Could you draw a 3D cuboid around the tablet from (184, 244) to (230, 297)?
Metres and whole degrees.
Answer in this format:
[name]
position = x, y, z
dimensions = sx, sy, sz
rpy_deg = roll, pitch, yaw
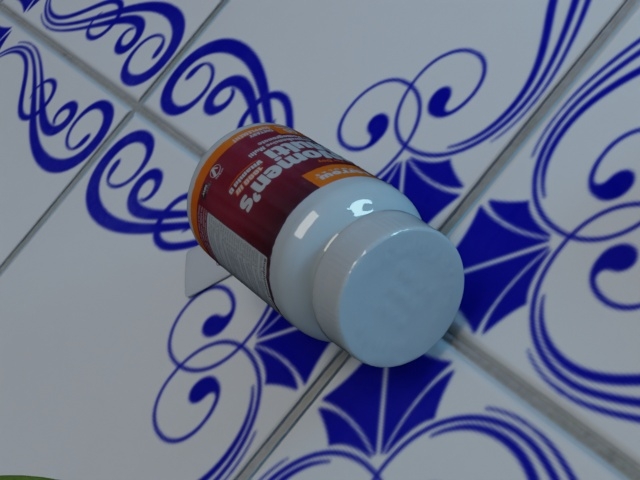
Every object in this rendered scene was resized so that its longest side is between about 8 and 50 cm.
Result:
[tablet]
position = -0.082, 0.011, 1.111
dimensions = 0.083, 0.006, 0.054
rpy_deg = -29, 41, 25

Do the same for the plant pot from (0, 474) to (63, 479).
[plant pot]
position = -0.182, 0.326, 0.692
dimensions = 0.366, 0.366, 0.353
rpy_deg = -36, 27, 17

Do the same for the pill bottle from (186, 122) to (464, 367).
[pill bottle]
position = 0.000, 0.000, 0.943
dimensions = 0.121, 0.121, 0.221
rpy_deg = -51, 37, -3
